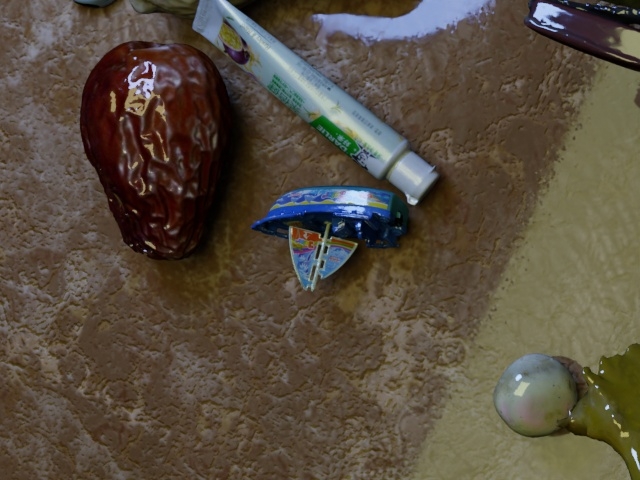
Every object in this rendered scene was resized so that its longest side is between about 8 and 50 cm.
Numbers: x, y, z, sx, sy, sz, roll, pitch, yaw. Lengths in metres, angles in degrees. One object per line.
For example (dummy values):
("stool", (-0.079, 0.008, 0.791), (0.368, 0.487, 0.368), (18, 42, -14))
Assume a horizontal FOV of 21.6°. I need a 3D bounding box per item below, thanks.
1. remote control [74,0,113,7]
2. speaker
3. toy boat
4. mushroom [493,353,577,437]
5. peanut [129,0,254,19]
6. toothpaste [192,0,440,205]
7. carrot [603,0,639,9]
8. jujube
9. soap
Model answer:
("remote control", (-0.234, -0.385, 1.916), (0.087, 0.047, 0.244), (23, 96, 21))
("speaker", (0.351, -0.160, 1.494), (0.198, 0.329, 0.259), (-43, 63, 14))
("toy boat", (0.000, 0.000, 1.749), (0.175, 0.091, 0.110), (3, 70, 29))
("mushroom", (0.211, 0.152, 1.653), (0.084, 0.083, 0.067), (-69, 24, 4))
("peanut", (-0.075, -0.324, 1.793), (0.291, 0.143, 0.159), (-10, 51, 28))
("toothpaste", (-0.007, -0.152, 1.754), (0.314, 0.056, 0.058), (38, 106, 8))
("carrot", (0.337, -0.392, 1.570), (0.224, 0.224, 0.341), (7, 83, 24))
("jujube", (-0.176, -0.098, 1.813), (0.168, 0.168, 0.236), (0, 100, 24))
("soap", (0.382, 0.098, 1.434), (0.169, 0.338, 0.304), (46, 104, 19))
